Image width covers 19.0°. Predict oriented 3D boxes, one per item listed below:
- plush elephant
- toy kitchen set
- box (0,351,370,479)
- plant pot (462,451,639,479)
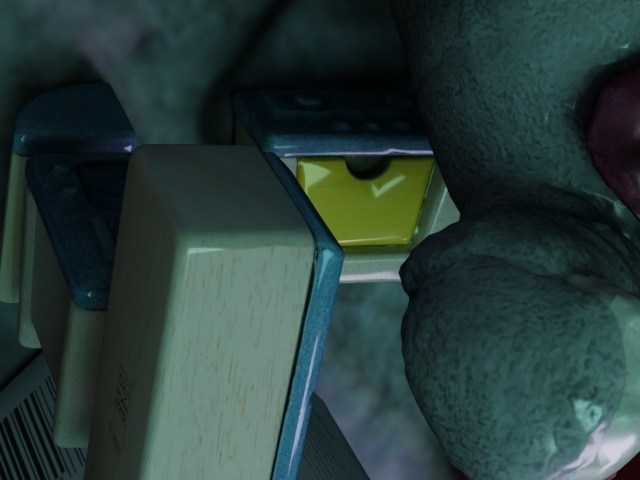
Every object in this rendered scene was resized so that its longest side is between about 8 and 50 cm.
[{"bbox_3d":[0.161,-0.066,0.577,0.255,0.271,0.330,-20,159,17],"label":"plush elephant"},{"bbox_3d":[0.000,0.000,0.586,0.166,0.207,0.122,-1,121,-21],"label":"toy kitchen set"},{"bbox_3d":[-0.063,0.138,0.664,0.181,0.182,0.119,-44,127,6],"label":"box"},{"bbox_3d":[0.158,0.128,0.764,0.191,0.174,0.191,-12,124,-18],"label":"plant pot"}]
